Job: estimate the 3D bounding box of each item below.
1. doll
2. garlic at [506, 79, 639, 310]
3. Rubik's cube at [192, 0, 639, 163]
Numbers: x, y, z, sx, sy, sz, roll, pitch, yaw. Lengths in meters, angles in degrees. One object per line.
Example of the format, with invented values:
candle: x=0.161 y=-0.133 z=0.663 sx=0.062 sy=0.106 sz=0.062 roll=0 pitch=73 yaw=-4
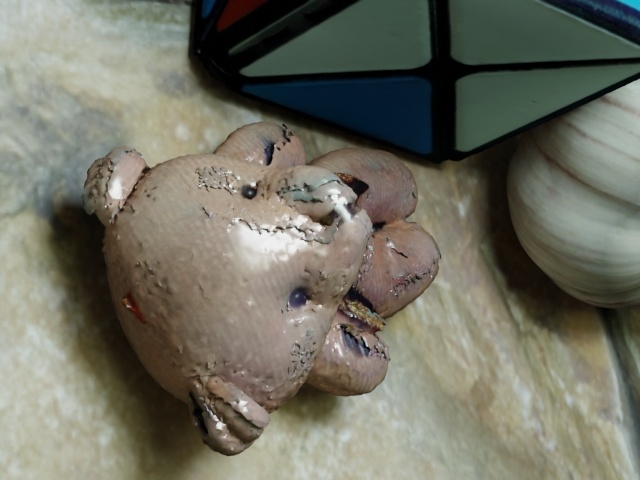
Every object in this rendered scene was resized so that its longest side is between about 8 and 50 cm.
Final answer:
doll: x=0.000 y=0.000 z=1.094 sx=0.303 sy=0.156 sz=0.201 roll=-22 pitch=83 yaw=-48
garlic: x=0.211 y=-0.087 z=1.314 sx=0.253 sy=0.245 sz=0.245 roll=35 pitch=41 yaw=24
Rubik's cube: x=0.082 y=-0.221 z=1.180 sx=0.250 sy=0.246 sz=0.248 roll=17 pitch=64 yaw=-36
